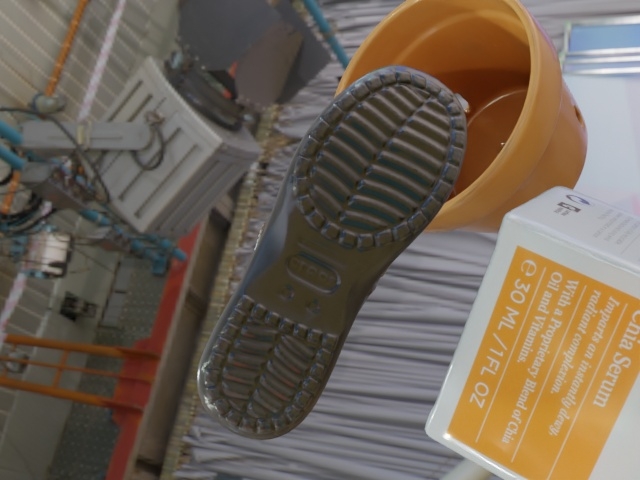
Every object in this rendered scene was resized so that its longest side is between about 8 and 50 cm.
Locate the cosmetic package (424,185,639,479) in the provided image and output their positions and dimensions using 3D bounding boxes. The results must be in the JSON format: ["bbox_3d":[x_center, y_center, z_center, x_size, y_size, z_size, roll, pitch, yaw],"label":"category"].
[{"bbox_3d":[0.341,0.150,0.681,0.161,0.454,0.229,-22,-47,-57],"label":"cosmetic package"}]

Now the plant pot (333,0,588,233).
[{"bbox_3d":[0.179,-0.130,1.001,0.204,0.291,0.290,23,-109,-43],"label":"plant pot"}]

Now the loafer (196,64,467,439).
[{"bbox_3d":[0.000,0.000,0.757,0.365,0.134,0.130,-56,5,-13],"label":"loafer"}]
